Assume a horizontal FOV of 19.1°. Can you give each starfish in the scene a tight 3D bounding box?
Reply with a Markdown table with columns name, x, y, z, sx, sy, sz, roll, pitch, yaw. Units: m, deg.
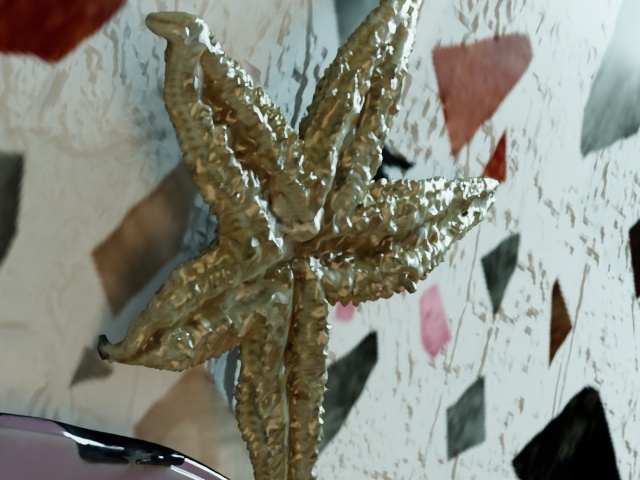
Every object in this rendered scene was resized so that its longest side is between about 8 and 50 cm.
| name | x | y | z | sx | sy | sz | roll | pitch | yaw |
| --- | --- | --- | --- | --- | --- | --- | --- | --- | --- |
| starfish | 0.005 | 0.001 | 0.797 | 0.231 | 0.048 | 0.295 | -40 | 134 | -35 |

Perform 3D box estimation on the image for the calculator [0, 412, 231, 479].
| name | x | y | z | sx | sy | sz | roll | pitch | yaw |
| --- | --- | --- | --- | --- | --- | --- | --- | --- | --- |
| calculator | -0.144 | 0.153 | 0.683 | 0.294 | 0.043 | 0.194 | 14 | 94 | -50 |
